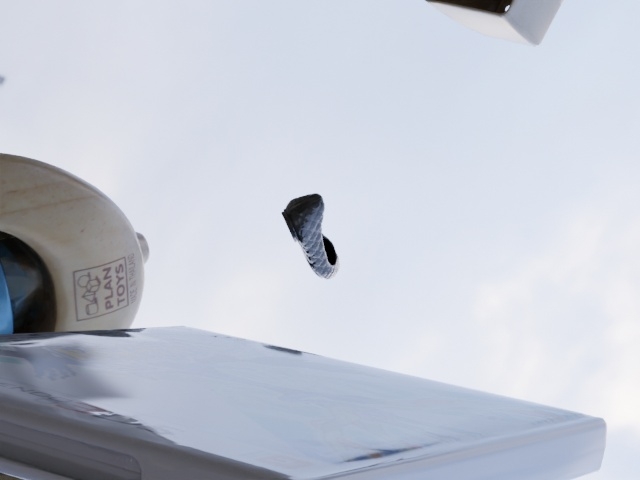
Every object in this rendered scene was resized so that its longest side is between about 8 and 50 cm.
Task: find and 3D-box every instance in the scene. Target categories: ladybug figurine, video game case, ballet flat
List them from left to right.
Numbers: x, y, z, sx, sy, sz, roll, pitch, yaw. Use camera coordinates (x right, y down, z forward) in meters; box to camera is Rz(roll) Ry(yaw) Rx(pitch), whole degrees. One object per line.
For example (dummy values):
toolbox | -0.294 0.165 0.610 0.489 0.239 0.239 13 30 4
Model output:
ladybug figurine | -0.389 0.050 1.504 0.162 0.449 0.305 -138 -137 -57
video game case | -0.050 0.088 0.789 0.300 0.329 0.036 10 -87 31
ballet flat | 0.000 0.000 1.699 0.049 0.173 0.057 -25 -115 3

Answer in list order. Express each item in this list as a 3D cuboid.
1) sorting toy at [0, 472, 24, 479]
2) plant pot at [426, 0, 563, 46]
sorting toy | -0.171 0.215 1.066 0.307 0.229 0.041 -95 -154 -55
plant pot | 0.189 -0.257 1.557 0.109 0.096 0.109 20 -102 40
